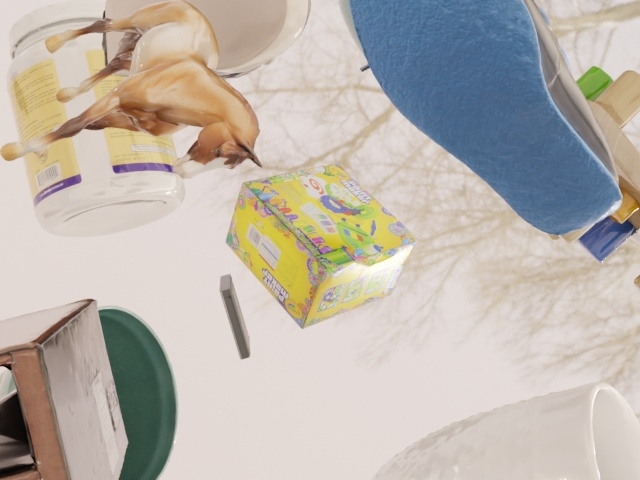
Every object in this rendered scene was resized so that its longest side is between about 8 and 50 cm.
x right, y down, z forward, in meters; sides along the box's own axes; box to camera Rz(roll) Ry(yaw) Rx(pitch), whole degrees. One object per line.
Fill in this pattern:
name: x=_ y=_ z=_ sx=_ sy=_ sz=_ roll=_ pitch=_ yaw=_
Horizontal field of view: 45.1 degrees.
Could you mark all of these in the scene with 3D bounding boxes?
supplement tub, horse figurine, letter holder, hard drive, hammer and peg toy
supplement tub: x=-0.371 y=-0.192 z=1.261 sx=0.241 sy=0.241 sz=0.331 roll=-5 pitch=-104 yaw=-48
horse figurine: x=-0.138 y=-0.128 z=0.601 sx=0.263 sy=0.174 sz=0.066 roll=-98 pitch=-9 yaw=-52
letter holder: x=-0.278 y=0.153 z=0.585 sx=0.214 sy=0.302 sz=0.152 roll=-13 pitch=-87 yaw=-10
hard drive: x=-0.155 y=0.138 z=1.402 sx=0.094 sy=0.022 sz=0.135 roll=-116 pitch=11 yaw=-75
hammer and peg toy: x=0.287 y=-0.090 z=0.872 sx=0.266 sy=0.127 sz=0.361 roll=43 pitch=-173 yaw=-21

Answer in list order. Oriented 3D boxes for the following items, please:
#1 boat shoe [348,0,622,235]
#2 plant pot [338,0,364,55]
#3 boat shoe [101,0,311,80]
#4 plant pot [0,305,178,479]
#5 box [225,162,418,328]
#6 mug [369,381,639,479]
boat shoe: x=0.094 y=-0.101 z=0.467 sx=0.258 sy=0.109 sz=0.089 roll=48 pitch=-149 yaw=-38
plant pot: x=0.198 y=-0.429 z=1.585 sx=0.290 sy=0.290 sz=0.195 roll=-29 pitch=-70 yaw=-52
boat shoe: x=-0.091 y=-0.235 z=0.826 sx=0.158 sy=0.340 sz=0.127 roll=-9 pitch=-77 yaw=-41
plant pot: x=-0.387 y=0.263 z=1.199 sx=0.293 sy=0.196 sz=0.293 roll=-13 pitch=-90 yaw=-68
box: x=0.000 y=0.000 z=1.680 sx=0.279 sy=0.177 sz=0.290 roll=-16 pitch=-130 yaw=-39
mug: x=0.222 y=0.382 z=0.874 sx=0.276 sy=0.328 sz=0.374 roll=1 pitch=-111 yaw=-58
